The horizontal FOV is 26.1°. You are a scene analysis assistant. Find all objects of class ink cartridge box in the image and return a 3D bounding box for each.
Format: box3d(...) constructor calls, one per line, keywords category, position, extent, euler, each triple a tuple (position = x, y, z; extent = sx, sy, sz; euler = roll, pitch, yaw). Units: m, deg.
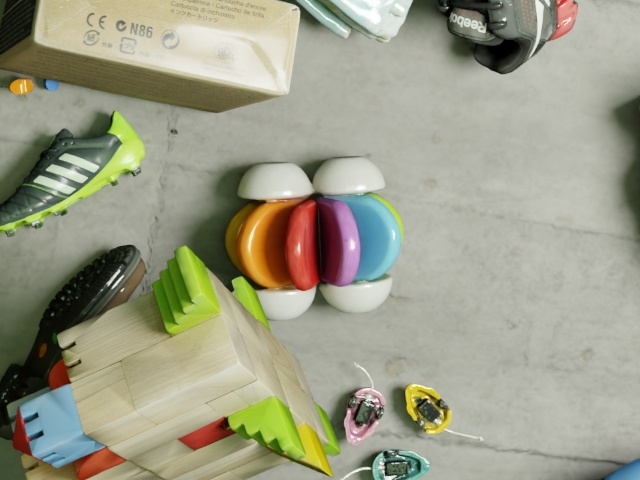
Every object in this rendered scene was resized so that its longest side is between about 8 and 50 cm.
box3d(category="ink cartridge box", position=(-0.163, -0.185, 1.266), extent=(0.235, 0.193, 0.088), euler=(9, 87, -24))

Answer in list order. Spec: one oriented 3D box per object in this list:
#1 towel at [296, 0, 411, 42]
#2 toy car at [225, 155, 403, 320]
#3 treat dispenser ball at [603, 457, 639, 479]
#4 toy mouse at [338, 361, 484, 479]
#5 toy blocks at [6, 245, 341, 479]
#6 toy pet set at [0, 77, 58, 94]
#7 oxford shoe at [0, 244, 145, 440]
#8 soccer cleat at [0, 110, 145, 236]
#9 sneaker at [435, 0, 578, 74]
box3d(category="towel", position=(0.008, -0.413, 1.313), extent=(0.374, 0.090, 0.320), euler=(37, 82, -25))
box3d(category="toy car", position=(0.000, 0.000, 1.368), extent=(0.182, 0.136, 0.159), euler=(-5, 96, -10))
box3d(category="treat dispenser ball", position=(0.385, 0.355, 1.402), extent=(0.288, 0.288, 0.288), euler=(-1, 96, -11))
box3d(category="toy mouse", position=(0.067, 0.206, 1.456), extent=(0.161, 0.031, 0.143), euler=(45, 86, -12))
box3d(category="toy blocks", position=(-0.160, 0.165, 1.278), extent=(0.261, 0.381, 0.190), euler=(-24, 64, 5))
box3d(category="toy pet set", position=(-0.324, -0.201, 1.336), extent=(0.114, 0.065, 0.122), euler=(-14, 104, -45))
box3d(category="oxford shoe", position=(-0.234, 0.108, 1.374), extent=(0.096, 0.083, 0.227), euler=(33, 90, -30))
box3d(category="soccer cleat", position=(-0.259, -0.064, 1.356), extent=(0.179, 0.060, 0.072), euler=(-30, 91, -13))
box3d(category="sneaker", position=(0.169, -0.266, 1.324), extent=(0.135, 0.098, 0.276), euler=(-48, 143, -17))
